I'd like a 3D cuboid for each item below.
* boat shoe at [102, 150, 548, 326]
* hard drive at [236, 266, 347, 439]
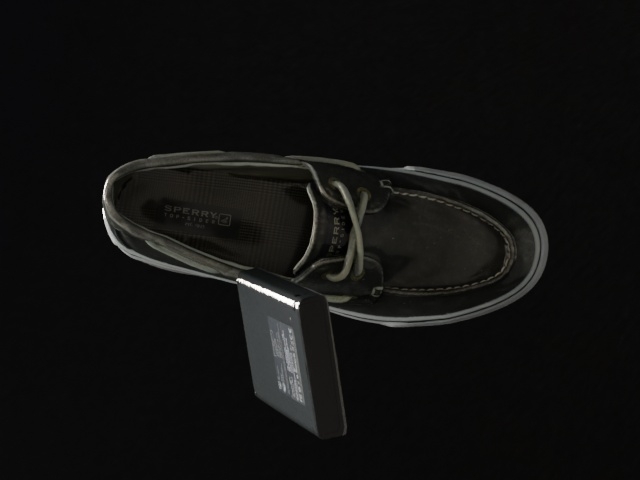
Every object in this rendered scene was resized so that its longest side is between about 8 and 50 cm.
[{"bbox_3d":[0.000,0.000,1.269,0.335,0.119,0.121,4,-91,3],"label":"boat shoe"},{"bbox_3d":[-0.022,0.073,1.169,0.022,0.135,0.094,-12,-79,-19],"label":"hard drive"}]
